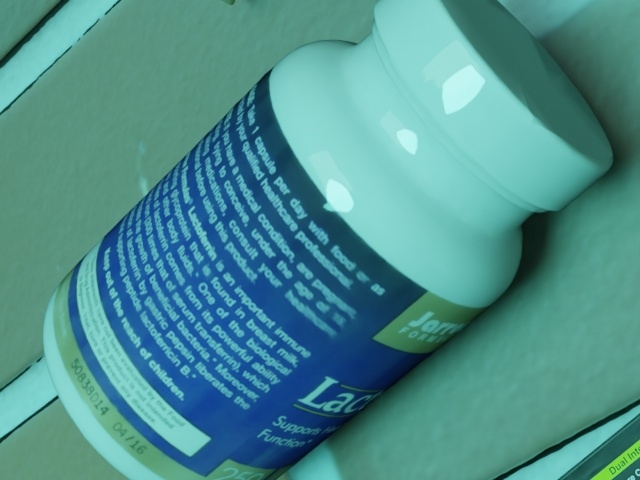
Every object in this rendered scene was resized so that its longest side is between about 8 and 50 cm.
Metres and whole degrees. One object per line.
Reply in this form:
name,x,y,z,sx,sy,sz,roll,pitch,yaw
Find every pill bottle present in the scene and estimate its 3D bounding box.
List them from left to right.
pill bottle,0.000,0.000,0.598,0.264,0.153,0.153,-42,58,25

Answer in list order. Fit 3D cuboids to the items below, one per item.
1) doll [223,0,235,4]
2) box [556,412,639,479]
doll,0.003,-0.214,0.708,0.189,0.046,0.129,-38,50,19
box,0.192,0.155,0.476,0.270,0.060,0.216,-46,56,22
